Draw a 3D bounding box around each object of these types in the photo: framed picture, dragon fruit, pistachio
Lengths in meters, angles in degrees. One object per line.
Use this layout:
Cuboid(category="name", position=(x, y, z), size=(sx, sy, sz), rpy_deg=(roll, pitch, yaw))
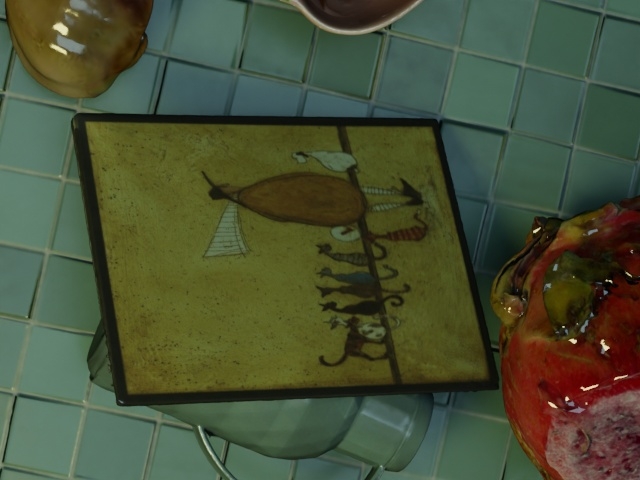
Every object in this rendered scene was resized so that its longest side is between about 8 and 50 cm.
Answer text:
Cuboid(category="framed picture", position=(-0.026, 0.010, 1.618), size=(0.338, 0.014, 0.255), rpy_deg=(0, 65, -24))
Cuboid(category="dragon fruit", position=(0.263, 0.077, 1.643), size=(0.250, 0.291, 0.269), rpy_deg=(-20, 122, 23))
Cuboid(category="pistachio", position=(-0.196, -0.223, 1.633), size=(0.165, 0.130, 0.210), rpy_deg=(-1, 94, 32))

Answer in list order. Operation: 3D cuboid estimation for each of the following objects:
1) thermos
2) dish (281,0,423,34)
Cuboid(category="thermos", position=(-0.049, 0.121, 1.652), size=(0.286, 0.145, 0.182), rpy_deg=(26, 78, -9))
Cuboid(category="dish", position=(0.015, -0.279, 1.675), size=(0.213, 0.090, 0.213), rpy_deg=(0, 91, -11))
